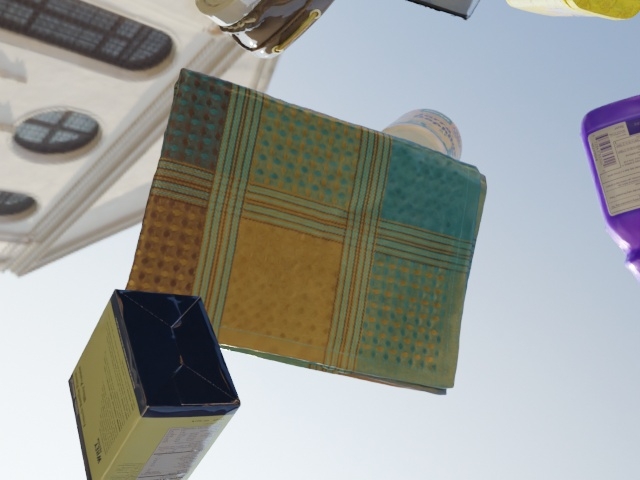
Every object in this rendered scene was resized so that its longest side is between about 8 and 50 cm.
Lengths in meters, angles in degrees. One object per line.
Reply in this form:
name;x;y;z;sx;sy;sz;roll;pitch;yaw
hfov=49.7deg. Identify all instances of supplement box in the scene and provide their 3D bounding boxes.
supplement box;-0.099;0.087;0.396;0.083;0.056;0.083;-56;-136;28

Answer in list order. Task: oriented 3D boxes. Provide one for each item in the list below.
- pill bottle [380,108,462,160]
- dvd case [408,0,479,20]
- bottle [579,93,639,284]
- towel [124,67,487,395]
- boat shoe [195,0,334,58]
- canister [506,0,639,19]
pill bottle;0.144;-0.129;1.009;0.118;0.208;0.117;6;-70;18
dvd case;0.061;-0.257;0.456;0.253;0.181;0.022;117;-12;-69
bottle;0.431;-0.047;0.908;0.118;0.092;0.282;-17;-103;23
towel;0.000;0.000;0.734;0.040;0.371;0.271;171;-68;-68
boat shoe;0.026;-0.308;0.650;0.324;0.097;0.116;-43;-131;12
canister;0.364;-0.366;1.005;0.170;0.126;0.073;-136;-127;-65
